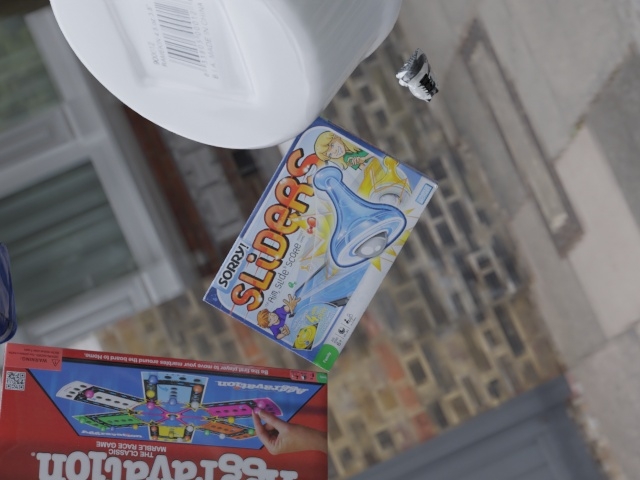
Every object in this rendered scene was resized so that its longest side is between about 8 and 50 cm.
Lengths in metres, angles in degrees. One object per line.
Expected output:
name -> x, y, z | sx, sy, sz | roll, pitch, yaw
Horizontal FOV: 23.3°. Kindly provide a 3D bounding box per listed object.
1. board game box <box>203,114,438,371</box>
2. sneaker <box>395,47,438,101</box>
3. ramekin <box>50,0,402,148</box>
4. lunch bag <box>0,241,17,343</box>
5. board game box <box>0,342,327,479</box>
board game box -> 0.000, 0.000, 1.426 | 0.136, 0.201, 0.035 | 29, -173, -1
sneaker -> 0.109, -0.176, 1.672 | 0.044, 0.040, 0.109 | 43, -176, 7
ramekin -> -0.084, -0.201, 1.252 | 0.277, 0.135, 0.277 | 20, 147, 14
lunch bag -> -0.271, 0.041, 1.196 | 0.065, 0.067, 0.098 | 60, -159, -74
board game box -> -0.132, 0.170, 1.318 | 0.027, 0.281, 0.145 | 120, 153, -61
